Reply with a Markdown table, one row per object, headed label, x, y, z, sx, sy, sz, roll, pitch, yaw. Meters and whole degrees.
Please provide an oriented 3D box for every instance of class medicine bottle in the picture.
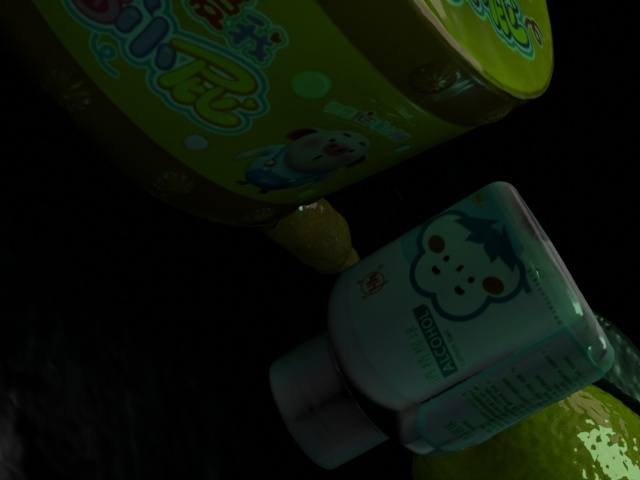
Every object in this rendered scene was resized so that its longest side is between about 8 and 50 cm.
| label | x | y | z | sx | sy | sz | roll | pitch | yaw |
| --- | --- | --- | --- | --- | --- | --- | --- | --- | --- |
| medicine bottle | 0.067 | 0.064 | 0.593 | 0.094 | 0.188 | 0.119 | 42 | 21 | -50 |

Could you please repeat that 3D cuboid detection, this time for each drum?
| label | x | y | z | sx | sy | sz | roll | pitch | yaw |
| --- | --- | --- | --- | --- | --- | --- | --- | --- | --- |
| drum | -0.033 | -0.233 | 0.627 | 0.431 | 0.214 | 0.431 | 40 | 38 | -41 |

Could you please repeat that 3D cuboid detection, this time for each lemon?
| label | x | y | z | sx | sy | sz | roll | pitch | yaw |
| --- | --- | --- | --- | --- | --- | --- | --- | --- | --- |
| lemon | 0.158 | 0.185 | 0.675 | 0.244 | 0.187 | 0.187 | 45 | 17 | -17 |

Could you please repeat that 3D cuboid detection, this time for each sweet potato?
| label | x | y | z | sx | sy | sz | roll | pitch | yaw |
| --- | --- | --- | --- | --- | --- | --- | --- | --- | --- |
| sweet potato | 0.000 | 0.000 | 0.795 | 0.195 | 0.056 | 0.056 | 45 | 19 | -57 |

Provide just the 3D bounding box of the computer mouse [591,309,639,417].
| label | x | y | z | sx | sy | sz | roll | pitch | yaw |
| --- | --- | --- | --- | --- | --- | --- | --- | --- | --- |
| computer mouse | 0.175 | 0.110 | 0.805 | 0.269 | 0.170 | 0.100 | 34 | 44 | -27 |
